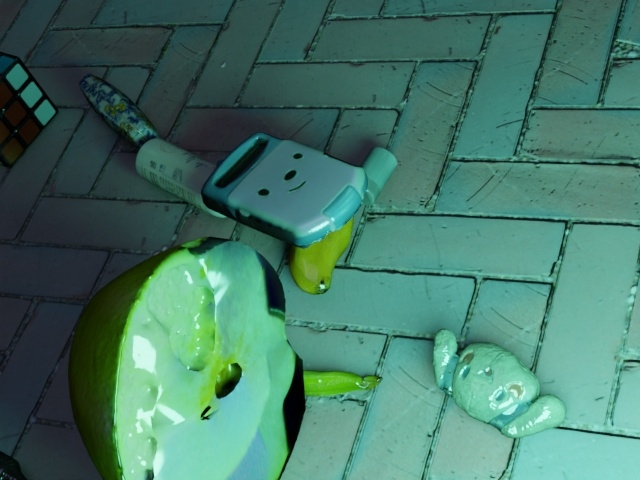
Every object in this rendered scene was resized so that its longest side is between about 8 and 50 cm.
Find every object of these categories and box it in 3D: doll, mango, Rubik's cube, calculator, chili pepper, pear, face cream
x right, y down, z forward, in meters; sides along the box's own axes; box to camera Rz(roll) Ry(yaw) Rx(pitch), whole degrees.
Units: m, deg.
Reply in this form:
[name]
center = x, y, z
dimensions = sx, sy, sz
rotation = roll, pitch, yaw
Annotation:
[doll]
center = 0.230, 0.194, 1.547
dimensions = 0.214, 0.071, 0.103
rotation = 35, 85, 31
[mango]
center = 0.000, 0.000, 1.805
dimensions = 0.098, 0.075, 0.190
rotation = 0, 60, 30
[Rubik's cube]
center = -0.643, -0.264, 2.248
dimensions = 0.162, 0.163, 0.161
rotation = 19, 63, 36
[calculator]
center = -0.059, -0.084, 1.813
dimensions = 0.293, 0.051, 0.173
rotation = 23, 61, 38
[chili pepper]
center = -0.013, 0.202, 1.673
dimensions = 0.208, 0.043, 0.049
rotation = 11, 33, 25
[pear]
center = -0.197, 0.188, 1.532
dimensions = 0.165, 0.399, 0.399
rotation = 4, 55, 34
[face cream]
center = -0.205, -0.098, 1.971
dimensions = 0.269, 0.082, 0.082
rotation = 26, 67, 37

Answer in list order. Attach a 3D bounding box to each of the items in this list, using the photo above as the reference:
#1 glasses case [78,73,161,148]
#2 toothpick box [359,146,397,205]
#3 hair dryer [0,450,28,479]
[glasses case]
center = -0.375, -0.239, 2.156
dimensions = 0.065, 0.087, 0.248
rotation = -48, 49, 0
[toothpick box]
center = 0.083, -0.104, 1.864
dimensions = 0.052, 0.052, 0.083
rotation = 15, 60, 33
[hair dryer]
center = -0.558, 0.308, 1.808
dimensions = 0.352, 0.107, 0.189
rotation = 20, 62, 26
